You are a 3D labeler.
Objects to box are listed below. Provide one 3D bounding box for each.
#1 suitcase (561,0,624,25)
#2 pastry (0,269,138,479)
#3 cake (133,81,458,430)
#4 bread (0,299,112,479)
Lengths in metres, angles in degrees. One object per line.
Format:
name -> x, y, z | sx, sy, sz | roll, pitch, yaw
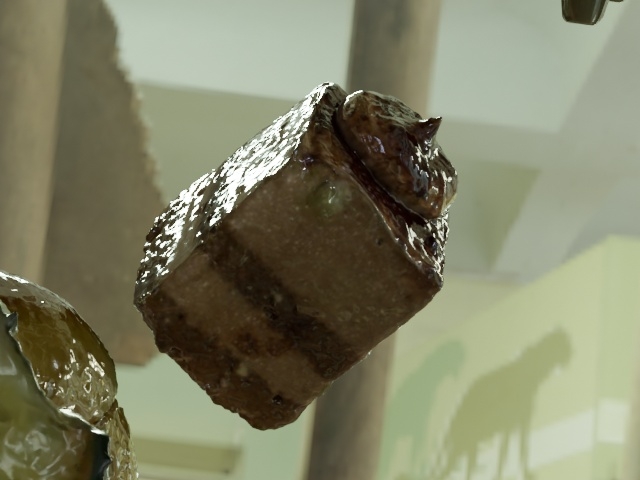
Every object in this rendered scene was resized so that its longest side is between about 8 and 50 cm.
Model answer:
suitcase -> 0.107, -0.268, 0.701 | 0.194, 0.339, 0.351 | 10, 12, 10
pastry -> -0.264, 0.186, 1.126 | 0.164, 0.356, 0.356 | 12, -14, 34
cake -> 0.000, 0.000, 1.486 | 0.293, 0.199, 0.196 | -38, -73, 20
bread -> -0.229, 0.133, 0.742 | 0.251, 0.174, 0.133 | -33, -11, -25
